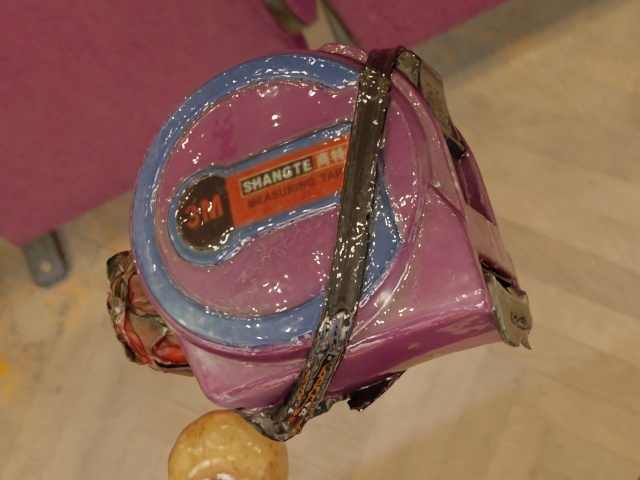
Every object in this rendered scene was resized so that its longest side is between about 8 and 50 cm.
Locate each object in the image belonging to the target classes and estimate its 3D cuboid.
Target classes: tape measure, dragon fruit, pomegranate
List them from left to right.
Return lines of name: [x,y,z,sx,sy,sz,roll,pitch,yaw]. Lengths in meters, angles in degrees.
dragon fruit: [-0.152,0.062,1.494,0.182,0.188,0.182,0,89,-3]
pomegranate: [-0.139,0.362,2.104,0.207,0.207,0.207,-6,73,21]
tape measure: [0.000,0.000,0.891,0.231,0.149,0.245,-21,70,21]

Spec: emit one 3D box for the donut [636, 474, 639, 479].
donut: [0.558,0.343,1.846,0.150,0.317,0.299,42,87,-7]
